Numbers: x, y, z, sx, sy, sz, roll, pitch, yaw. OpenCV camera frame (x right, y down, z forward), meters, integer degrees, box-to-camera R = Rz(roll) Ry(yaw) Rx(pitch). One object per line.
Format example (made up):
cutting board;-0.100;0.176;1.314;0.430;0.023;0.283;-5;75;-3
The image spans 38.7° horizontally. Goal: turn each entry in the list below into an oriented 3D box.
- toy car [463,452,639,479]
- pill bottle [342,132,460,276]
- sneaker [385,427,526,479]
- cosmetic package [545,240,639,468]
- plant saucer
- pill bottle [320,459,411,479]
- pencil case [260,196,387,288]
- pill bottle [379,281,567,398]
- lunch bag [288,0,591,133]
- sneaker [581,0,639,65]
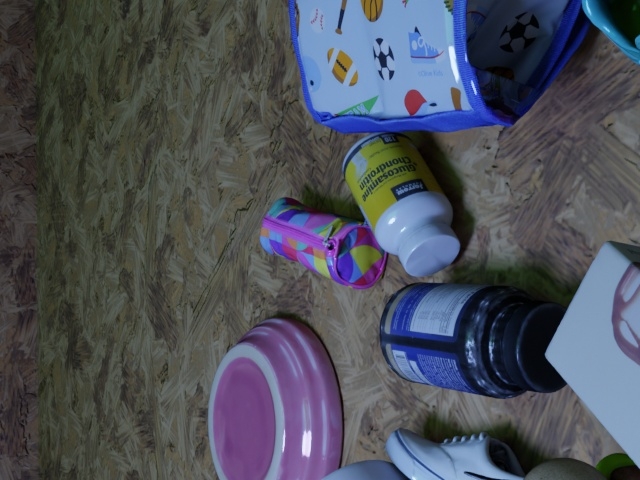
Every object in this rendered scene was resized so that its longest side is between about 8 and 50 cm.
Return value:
toy car;0.222;0.255;0.812;0.155;0.188;0.149;-132;61;-80
pill bottle;0.105;-0.047;1.156;0.103;0.103;0.184;-59;42;36
sneaker;0.176;0.263;1.044;0.258;0.094;0.091;24;85;53
cosmetic package;0.324;0.132;0.702;0.129;0.153;0.296;-69;26;21
plant saucer;-0.088;0.287;1.440;0.332;0.084;0.332;-8;81;56
pill bottle;0.122;0.428;0.968;0.392;0.224;0.224;43;122;50
pencil case;0.000;0.000;1.320;0.236;0.104;0.104;18;101;57
pill bottle;0.174;0.110;1.014;0.219;0.122;0.123;0;87;57
lunch bag;0.130;-0.310;1.028;0.328;0.239;0.386;8;86;55
sneaker;0.333;-0.158;0.807;0.275;0.110;0.107;54;130;44
